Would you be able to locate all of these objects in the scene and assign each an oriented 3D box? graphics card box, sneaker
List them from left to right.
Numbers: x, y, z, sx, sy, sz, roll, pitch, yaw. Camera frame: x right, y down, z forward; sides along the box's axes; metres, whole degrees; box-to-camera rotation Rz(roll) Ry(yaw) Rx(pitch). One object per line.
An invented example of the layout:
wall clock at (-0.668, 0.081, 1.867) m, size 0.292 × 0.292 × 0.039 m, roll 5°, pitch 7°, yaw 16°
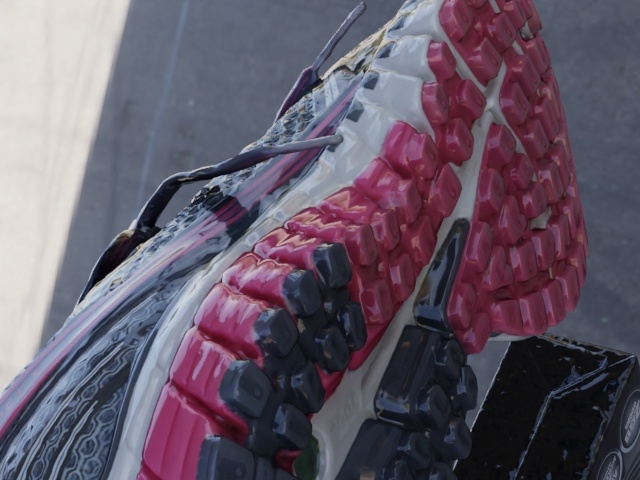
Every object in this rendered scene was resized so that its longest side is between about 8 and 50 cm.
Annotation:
sneaker at (0.000, 0.000, 0.439) m, size 0.112 × 0.299 × 0.121 m, roll -7°, pitch 115°, yaw 33°
graphics card box at (0.178, 0.253, 1.011) m, size 0.094 × 0.371 × 0.233 m, roll 13°, pitch 62°, yaw 32°
